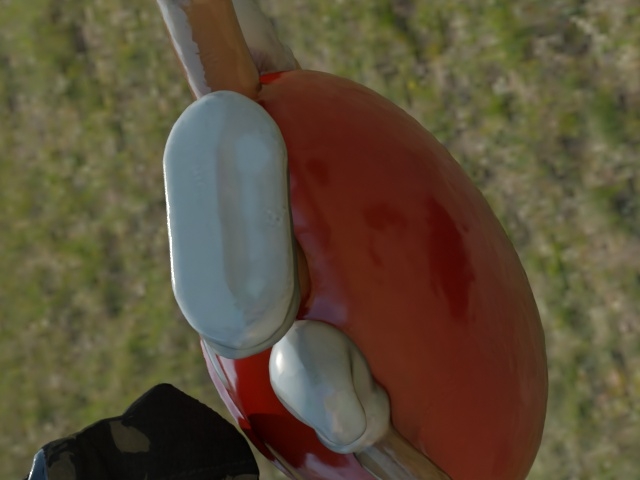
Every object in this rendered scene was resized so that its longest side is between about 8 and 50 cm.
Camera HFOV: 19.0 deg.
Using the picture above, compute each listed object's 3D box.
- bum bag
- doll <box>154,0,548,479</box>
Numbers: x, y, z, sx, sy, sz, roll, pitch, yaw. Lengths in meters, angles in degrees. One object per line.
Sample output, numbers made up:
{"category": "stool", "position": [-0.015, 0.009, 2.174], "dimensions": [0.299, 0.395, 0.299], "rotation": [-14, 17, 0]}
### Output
{"category": "bum bag", "position": [-0.060, 0.131, 0.457], "dimensions": [0.049, 0.087, 0.197], "rotation": [6, 82, 25]}
{"category": "doll", "position": [0.000, 0.000, 0.496], "dimensions": [0.217, 0.085, 0.183], "rotation": [49, -159, -56]}
